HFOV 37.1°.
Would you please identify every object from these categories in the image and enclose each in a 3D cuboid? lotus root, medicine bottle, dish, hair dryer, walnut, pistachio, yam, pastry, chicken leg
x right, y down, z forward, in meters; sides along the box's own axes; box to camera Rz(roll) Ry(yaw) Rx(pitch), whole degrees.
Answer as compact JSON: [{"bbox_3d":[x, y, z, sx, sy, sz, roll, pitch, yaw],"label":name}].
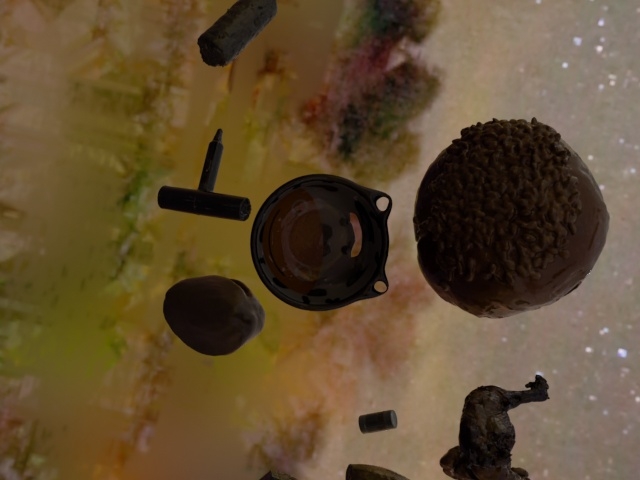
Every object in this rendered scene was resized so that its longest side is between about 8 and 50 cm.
[{"bbox_3d":[0.164,0.508,1.837,0.097,0.258,0.110,-60,-179,7],"label":"lotus root"},{"bbox_3d":[0.136,0.428,2.248,0.047,0.083,0.047,-15,90,-70],"label":"medicine bottle"},{"bbox_3d":[0.000,0.000,1.923,0.120,0.303,0.303,-129,-128,-83],"label":"dish"},{"bbox_3d":[-0.186,-0.127,1.760,0.050,0.173,0.195,72,35,-54],"label":"hair dryer"},{"bbox_3d":[0.263,0.360,1.439,0.143,0.170,0.069,1,-125,46],"label":"walnut"},{"bbox_3d":[-0.258,0.184,2.340,0.166,0.288,0.197,23,79,-48],"label":"pistachio"},{"bbox_3d":[-0.151,-0.394,1.757,0.179,0.078,0.078,-52,171,-27],"label":"yam"},{"bbox_3d":[0.344,-0.050,1.815,0.245,0.409,0.409,34,61,-48],"label":"pastry"},{"bbox_3d":[0.266,0.256,1.410,0.253,0.106,0.051,-33,143,-53],"label":"chicken leg"}]

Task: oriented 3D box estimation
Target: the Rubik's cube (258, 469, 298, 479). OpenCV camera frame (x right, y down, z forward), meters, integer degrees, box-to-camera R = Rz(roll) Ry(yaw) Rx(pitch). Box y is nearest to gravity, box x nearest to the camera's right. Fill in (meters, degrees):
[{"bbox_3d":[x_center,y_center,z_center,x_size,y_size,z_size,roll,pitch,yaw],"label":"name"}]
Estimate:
[{"bbox_3d":[-0.092,0.542,2.020,0.111,0.093,0.111,25,-56,45],"label":"Rubik's cube"}]
